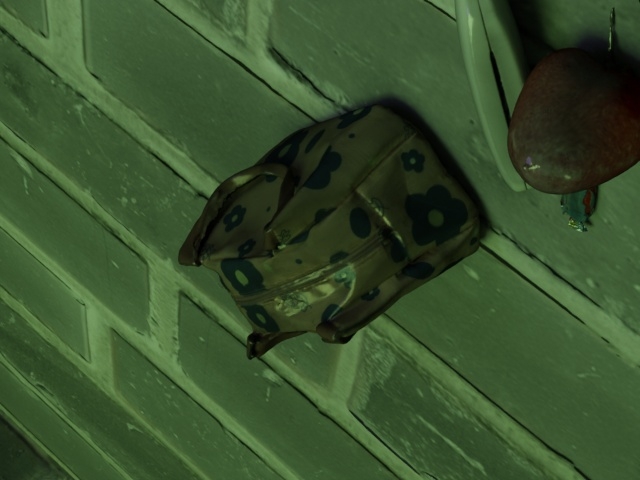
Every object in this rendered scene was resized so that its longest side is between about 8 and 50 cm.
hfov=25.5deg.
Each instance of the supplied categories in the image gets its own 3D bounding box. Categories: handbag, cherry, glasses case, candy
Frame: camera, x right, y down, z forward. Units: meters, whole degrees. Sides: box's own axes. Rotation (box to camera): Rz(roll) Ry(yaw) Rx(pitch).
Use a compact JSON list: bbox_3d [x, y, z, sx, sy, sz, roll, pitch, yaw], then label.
[{"bbox_3d":[0.000,0.000,1.354,0.190,0.193,0.251,53,152,-13],"label":"handbag"},{"bbox_3d":[0.193,-0.091,1.067,0.106,0.126,0.087,55,175,21],"label":"cherry"},{"bbox_3d":[0.143,-0.127,1.127,0.049,0.074,0.193,-14,122,12],"label":"glasses case"},{"bbox_3d":[0.215,-0.039,1.186,0.030,0.020,0.083,33,149,28],"label":"candy"}]
